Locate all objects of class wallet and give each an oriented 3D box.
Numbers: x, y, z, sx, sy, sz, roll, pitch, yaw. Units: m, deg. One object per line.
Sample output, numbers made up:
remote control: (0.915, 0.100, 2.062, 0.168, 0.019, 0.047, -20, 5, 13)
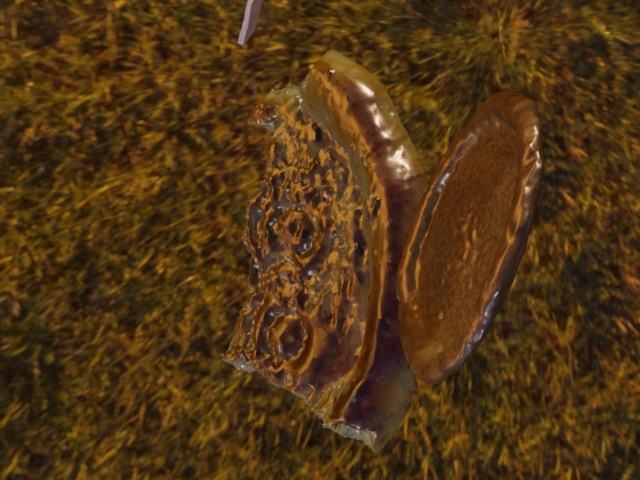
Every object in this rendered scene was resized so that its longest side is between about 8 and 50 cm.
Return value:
wallet: (-0.099, -0.320, 1.753, 0.011, 0.044, 0.083, 27, 138, 7)

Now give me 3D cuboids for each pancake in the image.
pancake: (0.004, 0.001, 1.330, 0.304, 0.066, 0.427, 6, 90, 41)
pancake: (0.094, -0.004, 0.799, 0.021, 0.199, 0.199, 18, 102, -16)
